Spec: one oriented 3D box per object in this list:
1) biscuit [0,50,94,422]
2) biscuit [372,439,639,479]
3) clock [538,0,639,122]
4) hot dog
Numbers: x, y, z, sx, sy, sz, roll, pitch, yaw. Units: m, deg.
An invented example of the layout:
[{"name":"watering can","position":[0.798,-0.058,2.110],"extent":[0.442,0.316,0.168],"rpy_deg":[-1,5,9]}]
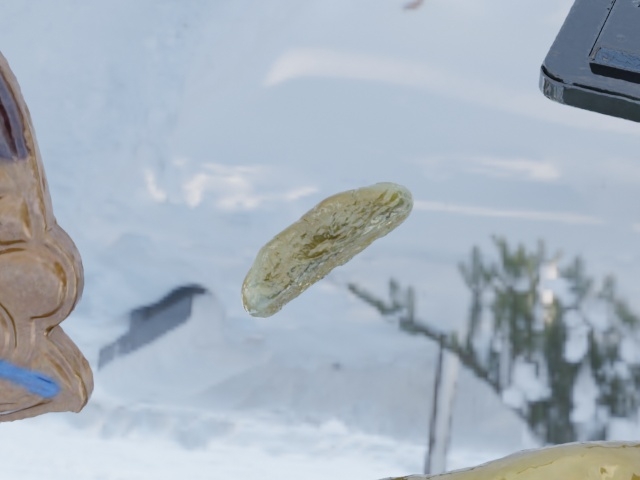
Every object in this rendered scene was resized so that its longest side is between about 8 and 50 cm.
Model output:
[{"name":"biscuit","position":[-0.201,0.018,0.658],"extent":[0.183,0.280,0.043],"rpy_deg":[15,-156,5]},{"name":"biscuit","position":[0.186,0.274,1.098],"extent":[0.446,0.104,0.429],"rpy_deg":[-19,143,22]},{"name":"clock","position":[0.378,-0.198,1.233],"extent":[0.273,0.279,0.049],"rpy_deg":[15,133,16]},{"name":"hot dog","position":[0.000,0.000,1.474],"extent":[0.242,0.073,0.084],"rpy_deg":[-35,172,-13]}]
